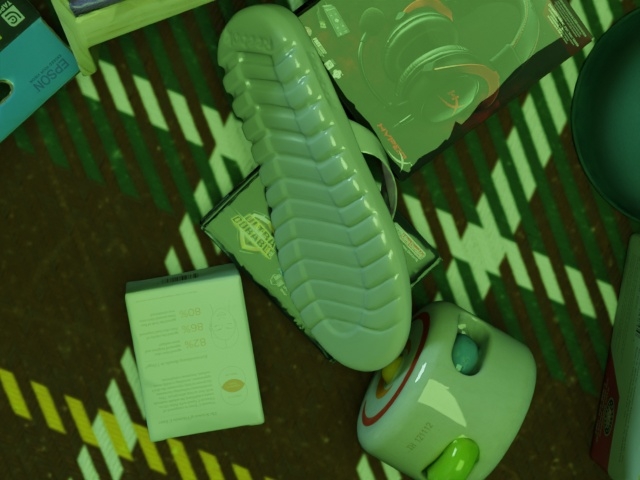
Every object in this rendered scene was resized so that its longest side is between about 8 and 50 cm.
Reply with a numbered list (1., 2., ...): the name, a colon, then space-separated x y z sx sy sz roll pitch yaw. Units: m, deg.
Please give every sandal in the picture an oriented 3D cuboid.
1. sandal: 0.020 -0.062 1.823 0.102 0.169 0.416 -29 106 -42

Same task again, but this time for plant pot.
1. plant pot: 0.432 -0.129 1.833 0.271 0.255 0.272 -1 98 -5

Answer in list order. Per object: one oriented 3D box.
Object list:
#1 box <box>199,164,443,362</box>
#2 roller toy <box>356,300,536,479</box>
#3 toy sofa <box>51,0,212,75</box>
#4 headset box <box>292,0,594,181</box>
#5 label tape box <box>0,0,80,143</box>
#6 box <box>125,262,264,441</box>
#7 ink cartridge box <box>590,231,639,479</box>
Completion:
1. box: 0.000 0.000 1.912 0.175 0.051 0.220 -43 99 2
2. roller toy: 0.132 0.170 1.881 0.146 0.209 0.191 30 84 -9
3. toy sofa: -0.118 -0.323 1.760 0.362 0.150 0.177 -20 112 2
4. headset box: 0.137 -0.239 1.860 0.293 0.110 0.218 -36 99 1
5. label tape box: -0.450 -0.222 1.771 0.240 0.106 0.334 -45 101 -21
6. box: -0.141 0.124 1.897 0.130 0.091 0.170 -9 99 -4
7. ink cartridge box: 0.431 0.162 1.809 0.160 0.385 0.279 9 98 -7
